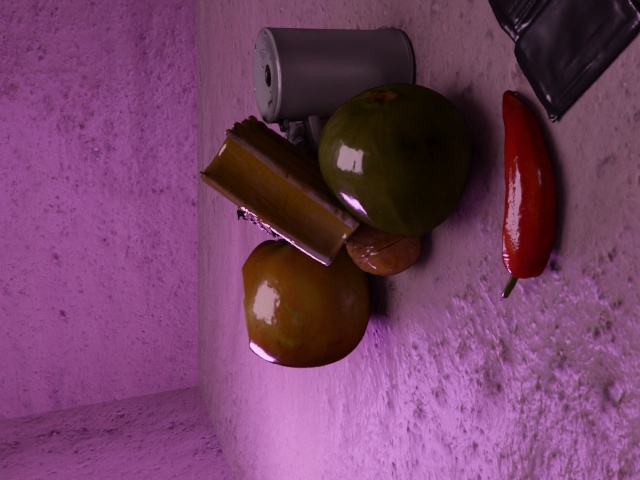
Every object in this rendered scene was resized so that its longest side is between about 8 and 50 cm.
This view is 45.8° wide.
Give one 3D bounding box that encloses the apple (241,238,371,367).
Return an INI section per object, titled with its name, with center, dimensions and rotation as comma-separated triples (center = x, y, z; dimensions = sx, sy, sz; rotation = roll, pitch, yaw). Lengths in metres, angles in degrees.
[apple]
center = -0.055, 0.144, 1.989
dimensions = 0.384, 0.374, 0.374
rotation = 16, 112, 49

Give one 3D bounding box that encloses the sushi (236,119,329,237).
[sushi]
center = -0.064, -0.190, 2.057
dimensions = 0.417, 0.176, 0.417
rotation = -55, 15, 23

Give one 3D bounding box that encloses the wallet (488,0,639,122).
[wallet]
center = 0.359, -0.384, 1.189
dimensions = 0.247, 0.041, 0.322
rotation = 120, 136, -59

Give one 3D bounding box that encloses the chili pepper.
[chili pepper]
center = 0.348, -0.074, 1.280
dimensions = 0.137, 0.092, 0.368
rotation = -115, 28, -85

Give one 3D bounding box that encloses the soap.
[soap]
center = -0.070, -0.120, 1.648
dimensions = 0.156, 0.335, 0.293
rotation = -55, 7, 12

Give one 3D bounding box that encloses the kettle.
[kettle]
center = 0.033, -0.346, 1.670
dimensions = 0.205, 0.318, 0.265
rotation = 112, 145, -50

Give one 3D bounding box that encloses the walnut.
[walnut]
center = 0.144, -0.001, 1.714
dimensions = 0.197, 0.165, 0.165
rotation = 154, 109, -77

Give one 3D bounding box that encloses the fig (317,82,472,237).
[fig]
center = 0.154, -0.141, 1.480
dimensions = 0.316, 0.316, 0.316
rotation = 174, 90, -69
